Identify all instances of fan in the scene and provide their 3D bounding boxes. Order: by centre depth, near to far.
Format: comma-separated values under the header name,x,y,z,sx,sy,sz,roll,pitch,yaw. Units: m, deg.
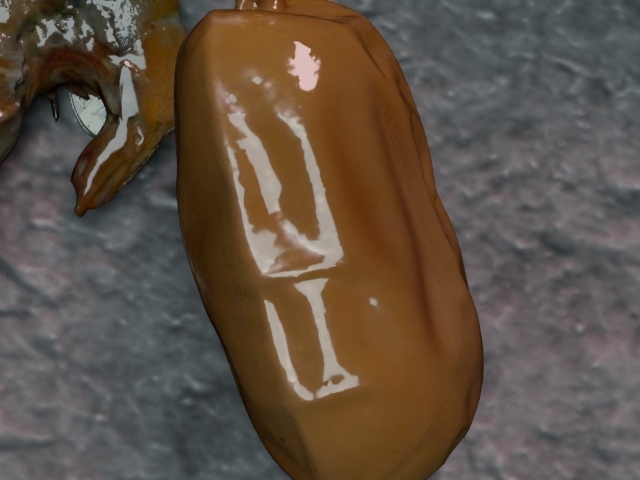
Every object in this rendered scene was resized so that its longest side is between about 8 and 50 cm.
name,x,y,z,sx,sy,sz,roll,pitch,yaw
fan,-0.114,-0.082,0.479,0.080,0.003,0.060,14,88,-3

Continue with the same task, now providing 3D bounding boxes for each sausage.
name,x,y,z,sx,sy,sz,roll,pitch,yaw
sausage,0.001,0.000,0.425,0.120,0.136,0.241,-16,86,2

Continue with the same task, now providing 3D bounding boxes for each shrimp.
name,x,y,z,sx,sy,sz,roll,pitch,yaw
shrimp,-0.136,-0.076,0.450,0.132,0.051,0.188,20,89,1
